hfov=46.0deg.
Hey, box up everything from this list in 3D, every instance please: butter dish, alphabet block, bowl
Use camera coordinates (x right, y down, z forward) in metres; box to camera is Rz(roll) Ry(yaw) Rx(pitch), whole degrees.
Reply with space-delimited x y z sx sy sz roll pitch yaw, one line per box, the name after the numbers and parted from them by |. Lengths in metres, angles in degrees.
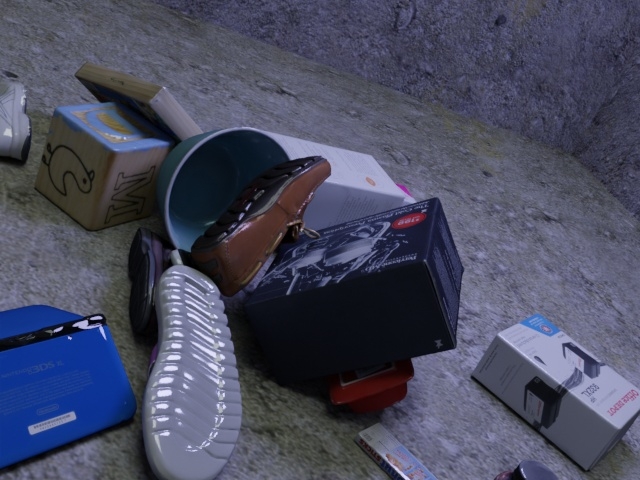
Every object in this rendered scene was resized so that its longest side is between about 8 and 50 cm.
0.100 0.264 1.408 0.160 0.118 0.160 -20 28 5 | butter dish
-0.461 -0.164 1.616 0.192 0.197 0.193 35 27 21 | alphabet block
-0.220 -0.104 1.594 0.312 0.311 0.163 2 17 -39 | bowl

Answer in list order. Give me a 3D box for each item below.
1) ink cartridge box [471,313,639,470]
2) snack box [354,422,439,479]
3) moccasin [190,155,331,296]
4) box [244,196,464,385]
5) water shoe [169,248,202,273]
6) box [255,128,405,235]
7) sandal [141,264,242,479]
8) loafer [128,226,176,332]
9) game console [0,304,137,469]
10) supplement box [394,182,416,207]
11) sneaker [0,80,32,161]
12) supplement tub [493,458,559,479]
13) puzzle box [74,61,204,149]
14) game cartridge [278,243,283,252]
0.524 0.318 1.641 0.307 0.129 0.223 40 29 28 | ink cartridge box
0.141 0.390 1.301 0.178 0.022 0.064 40 29 29 | snack box
-0.090 -0.039 1.475 0.139 0.147 0.380 -8 32 37 | moccasin
0.079 0.088 1.430 0.343 0.178 0.312 -16 19 18 | box
-0.228 0.049 1.450 0.203 0.080 0.072 54 16 -77 | water shoe
-0.007 -0.121 1.844 0.346 0.168 0.215 9 30 -30 | box
-0.218 0.222 1.223 0.169 0.102 0.416 28 36 -27 | sandal
-0.304 0.071 1.424 0.095 0.109 0.302 17 24 -24 | loafer
-0.466 0.206 1.116 0.293 0.173 0.250 -12 75 -50 | game console
0.146 -0.113 2.125 0.220 0.113 0.111 15 27 -26 | supplement box
-0.736 -0.288 1.719 0.129 0.111 0.297 2 33 -28 | sneaker
0.289 0.428 1.156 0.106 0.197 0.106 20 25 -10 | supplement tub
-0.393 -0.279 1.764 0.409 0.052 0.272 26 -17 47 | puzzle box
0.000 0.000 1.873 0.198 0.062 0.297 20 26 0 | game cartridge
